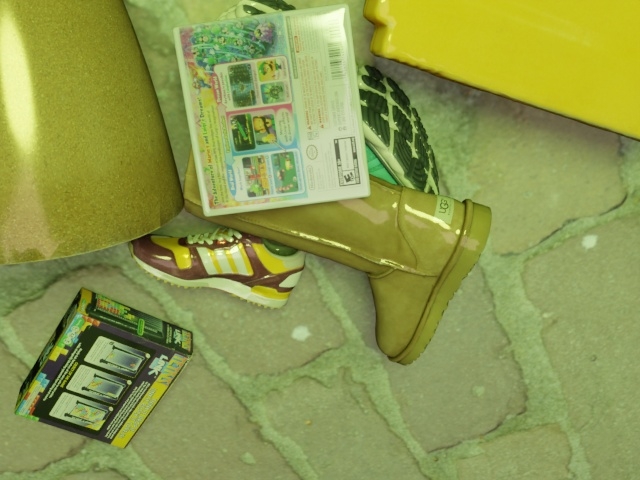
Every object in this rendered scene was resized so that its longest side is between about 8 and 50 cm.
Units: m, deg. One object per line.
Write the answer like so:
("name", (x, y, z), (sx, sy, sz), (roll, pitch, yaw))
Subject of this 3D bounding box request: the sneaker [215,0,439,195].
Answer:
("sneaker", (0.007, -0.118, 0.729), (0.275, 0.107, 0.110), (36, 131, -22))

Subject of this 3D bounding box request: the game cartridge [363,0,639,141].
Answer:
("game cartridge", (0.217, -0.252, 0.635), (0.323, 0.053, 0.285), (14, 103, -17))

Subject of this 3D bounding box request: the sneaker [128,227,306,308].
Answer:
("sneaker", (-0.105, 0.008, 0.803), (0.185, 0.069, 0.084), (16, 111, -25))

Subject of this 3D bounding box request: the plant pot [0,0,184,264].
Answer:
("plant pot", (-0.240, -0.140, 0.607), (0.237, 0.237, 0.254), (-4, 108, -6))

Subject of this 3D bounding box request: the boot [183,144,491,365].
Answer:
("boot", (0.000, 0.000, 0.744), (0.269, 0.089, 0.236), (19, 133, -2))

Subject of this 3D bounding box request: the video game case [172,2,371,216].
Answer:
("video game case", (-0.038, -0.105, 0.628), (0.143, 0.019, 0.157), (-7, 104, 4))

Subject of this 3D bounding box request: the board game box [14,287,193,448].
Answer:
("board game box", (-0.249, 0.152, 0.881), (0.141, 0.048, 0.170), (26, 115, -25))
